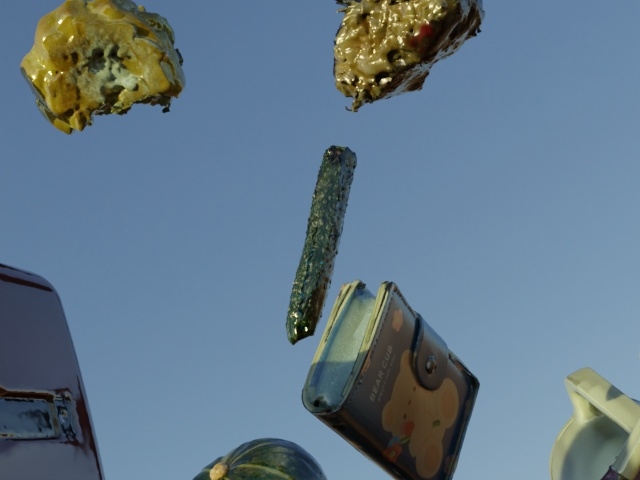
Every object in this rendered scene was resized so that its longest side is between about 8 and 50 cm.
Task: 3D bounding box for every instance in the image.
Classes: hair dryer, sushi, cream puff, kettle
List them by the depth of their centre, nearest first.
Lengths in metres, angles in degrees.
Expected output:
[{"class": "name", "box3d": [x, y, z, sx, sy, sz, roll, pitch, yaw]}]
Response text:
[{"class": "hair dryer", "box3d": [0.232, 0.126, 0.762, 0.063, 0.038, 0.124, 35, -95, -42]}, {"class": "sushi", "box3d": [0.095, -0.271, 1.353, 0.212, 0.147, 0.115, -34, -13, 39]}, {"class": "kettle", "box3d": [0.455, 0.352, 1.486, 0.265, 0.318, 0.205, 30, -82, -22]}, {"class": "cream puff", "box3d": [-0.310, -0.259, 1.516, 0.221, 0.194, 0.194, -15, -28, -10]}]

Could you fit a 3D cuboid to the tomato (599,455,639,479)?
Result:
[{"class": "tomato", "box3d": [0.291, 0.217, 0.767, 0.225, 0.225, 0.085, -27, -74, 18]}]

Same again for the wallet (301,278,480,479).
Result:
[{"class": "wallet", "box3d": [0.068, 0.134, 0.965, 0.059, 0.141, 0.202, 3, -31, 38]}]

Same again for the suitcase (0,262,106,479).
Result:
[{"class": "suitcase", "box3d": [-0.245, 0.116, 0.566, 0.161, 0.236, 0.297, -18, -12, 11]}]

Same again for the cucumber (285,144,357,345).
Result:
[{"class": "cucumber", "box3d": [0.001, 0.000, 1.205, 0.043, 0.256, 0.044, 14, -30, -1]}]

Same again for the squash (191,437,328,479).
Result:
[{"class": "squash", "box3d": [-0.086, 0.364, 1.448, 0.218, 0.218, 0.172, -31, -58, 23]}]
